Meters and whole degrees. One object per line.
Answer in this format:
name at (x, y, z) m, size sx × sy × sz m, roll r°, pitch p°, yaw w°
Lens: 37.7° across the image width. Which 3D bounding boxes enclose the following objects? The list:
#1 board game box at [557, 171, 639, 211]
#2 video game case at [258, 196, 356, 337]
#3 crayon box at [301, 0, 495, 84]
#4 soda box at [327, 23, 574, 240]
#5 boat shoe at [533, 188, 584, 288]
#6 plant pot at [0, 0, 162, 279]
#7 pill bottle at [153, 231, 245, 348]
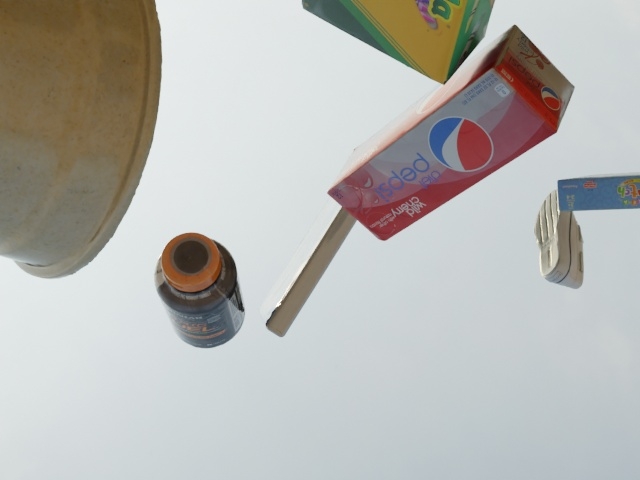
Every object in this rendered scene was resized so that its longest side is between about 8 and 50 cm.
board game box at (0.362, -0.057, 1.032) m, size 0.160 × 0.039 × 0.211 m, roll -2°, pitch -175°, yaw 25°
video game case at (0.000, 0.000, 1.564) m, size 0.036 × 0.300 × 0.329 m, roll 32°, pitch -93°, yaw -6°
crayon box at (0.079, -0.280, 0.788) m, size 0.165 × 0.278 × 0.081 m, roll 32°, pitch -119°, yaw 15°
soda box at (0.125, -0.100, 0.958) m, size 0.092 × 0.263 × 0.083 m, roll 42°, pitch -133°, yaw -12°
boat shoe at (0.456, 0.003, 1.768) m, size 0.076 × 0.083 × 0.226 m, roll 30°, pitch -132°, yaw -17°
plant pot at (-0.363, -0.147, 0.850) m, size 0.305 × 0.334 × 0.334 m, roll 11°, pitch -149°, yaw -41°
pill bottle at (-0.192, 0.075, 1.484) m, size 0.130 × 0.245 × 0.130 m, roll 0°, pitch -115°, yaw 0°
